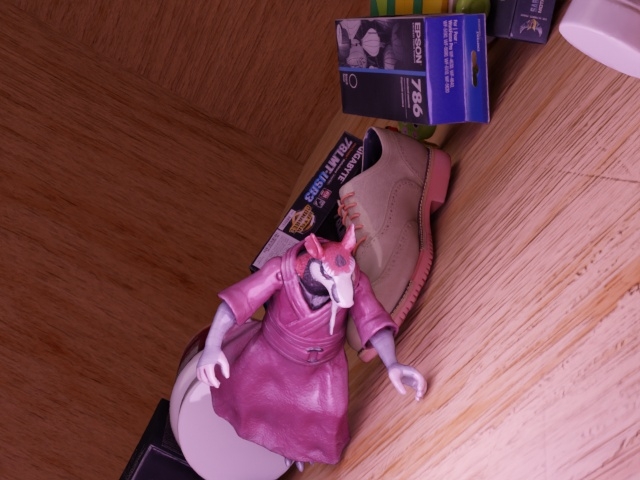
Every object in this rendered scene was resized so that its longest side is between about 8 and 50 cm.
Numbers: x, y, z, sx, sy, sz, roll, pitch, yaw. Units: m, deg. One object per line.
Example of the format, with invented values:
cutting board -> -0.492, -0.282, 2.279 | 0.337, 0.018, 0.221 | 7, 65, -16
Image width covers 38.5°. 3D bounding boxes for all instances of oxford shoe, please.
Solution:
oxford shoe -> 0.076, -0.005, 1.303 | 0.140, 0.146, 0.397 | -52, 15, 44

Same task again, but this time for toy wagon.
toy wagon -> 0.163, -0.304, 1.517 | 0.267, 0.068, 0.345 | 35, 131, 52

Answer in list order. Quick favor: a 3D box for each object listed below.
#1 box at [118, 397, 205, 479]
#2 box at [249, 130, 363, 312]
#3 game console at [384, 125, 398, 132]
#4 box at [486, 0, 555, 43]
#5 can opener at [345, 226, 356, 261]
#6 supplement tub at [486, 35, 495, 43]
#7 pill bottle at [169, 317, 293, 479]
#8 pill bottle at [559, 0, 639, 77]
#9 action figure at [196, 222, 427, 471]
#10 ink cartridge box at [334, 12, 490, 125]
box -> -0.274, 0.495, 1.666 | 0.294, 0.212, 0.395 | -62, 8, -1
box -> 0.000, 0.000, 1.617 | 0.293, 0.073, 0.295 | -54, -17, -17
game console -> 0.067, -0.059, 2.053 | 0.387, 0.060, 0.342 | -59, 2, 20
box -> 0.300, -0.387, 1.350 | 0.233, 0.059, 0.184 | -87, 6, -75
can opener -> 0.061, 0.027, 1.595 | 0.074, 0.093, 0.280 | -75, 10, -58
supplement tub -> 0.276, -0.511, 1.660 | 0.193, 0.193, 0.316 | -52, 13, 56
pill bottle -> -0.134, 0.259, 1.519 | 0.224, 0.224, 0.392 | -62, 7, 0
pill bottle -> 0.298, -0.252, 0.780 | 0.209, 0.119, 0.119 | -60, 7, 5
action figure -> -0.006, 0.105, 1.115 | 0.276, 0.248, 0.370 | -78, 5, -50
ink cartridge box -> 0.135, -0.272, 1.446 | 0.332, 0.065, 0.166 | 18, 117, 58
